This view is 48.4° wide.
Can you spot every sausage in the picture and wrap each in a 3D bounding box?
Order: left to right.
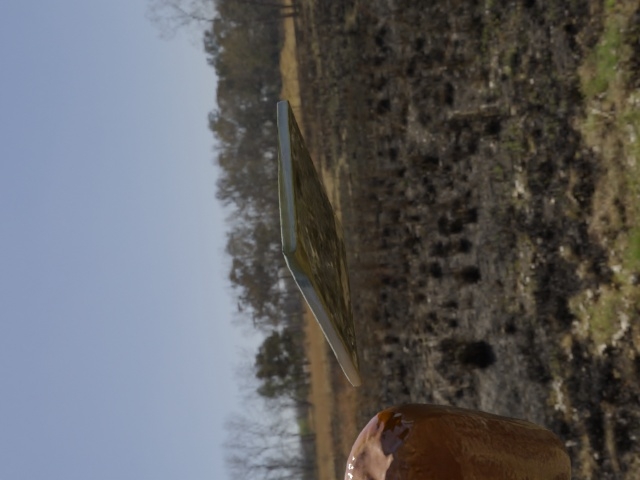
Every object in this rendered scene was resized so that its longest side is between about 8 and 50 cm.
[{"bbox_3d":[0.123,0.192,0.582,0.274,0.105,0.105,22,-130,-46],"label":"sausage"}]

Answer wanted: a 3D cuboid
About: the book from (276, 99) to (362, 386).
[{"bbox_3d":[0.000,0.000,0.600,0.192,0.013,0.168,-95,-15,-47],"label":"book"}]
